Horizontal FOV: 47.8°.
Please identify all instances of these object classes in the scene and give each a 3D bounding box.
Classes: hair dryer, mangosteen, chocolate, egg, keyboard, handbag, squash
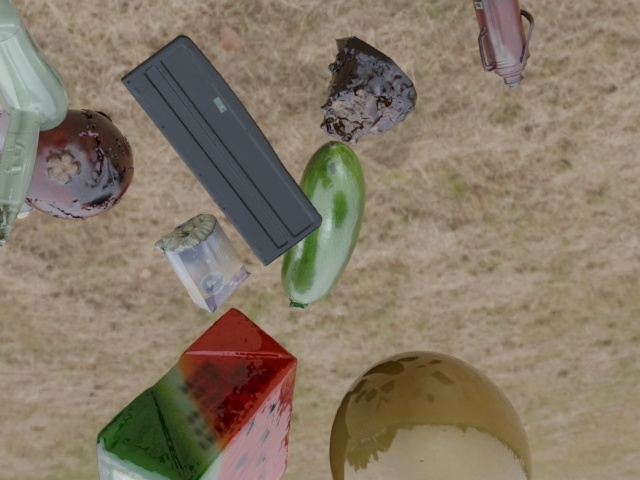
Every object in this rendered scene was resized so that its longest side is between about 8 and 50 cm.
[{"bbox_3d":[-0.323,-0.112,0.744,0.075,0.237,0.206,1,163,-5],"label":"hair dryer"},{"bbox_3d":[-0.351,-0.113,1.025,0.166,0.180,0.166,-6,111,-16],"label":"mangosteen"},{"bbox_3d":[0.079,-0.294,1.558,0.224,0.177,0.206,41,172,-26],"label":"chocolate"},{"bbox_3d":[0.134,0.270,0.900,0.250,0.250,0.322,-11,141,12],"label":"egg"},{"bbox_3d":[-0.142,-0.142,0.828,0.103,0.041,0.381,-36,110,2],"label":"keyboard"},{"bbox_3d":[-0.184,0.348,1.168,0.161,0.341,0.360,23,130,20],"label":"chocolate"},{"bbox_3d":[-0.206,0.033,1.282,0.095,0.117,0.173,13,141,44],"label":"handbag"},{"bbox_3d":[0.000,0.000,1.107,0.107,0.107,0.395,1,146,-11],"label":"squash"}]

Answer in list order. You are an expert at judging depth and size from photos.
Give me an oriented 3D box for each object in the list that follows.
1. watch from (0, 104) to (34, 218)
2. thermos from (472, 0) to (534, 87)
[{"bbox_3d":[-0.655,-0.173,1.512,0.244,0.231,0.196,-14,134,42],"label":"watch"},{"bbox_3d":[0.380,-0.428,1.516,0.124,0.099,0.232,-31,119,-19],"label":"thermos"}]
